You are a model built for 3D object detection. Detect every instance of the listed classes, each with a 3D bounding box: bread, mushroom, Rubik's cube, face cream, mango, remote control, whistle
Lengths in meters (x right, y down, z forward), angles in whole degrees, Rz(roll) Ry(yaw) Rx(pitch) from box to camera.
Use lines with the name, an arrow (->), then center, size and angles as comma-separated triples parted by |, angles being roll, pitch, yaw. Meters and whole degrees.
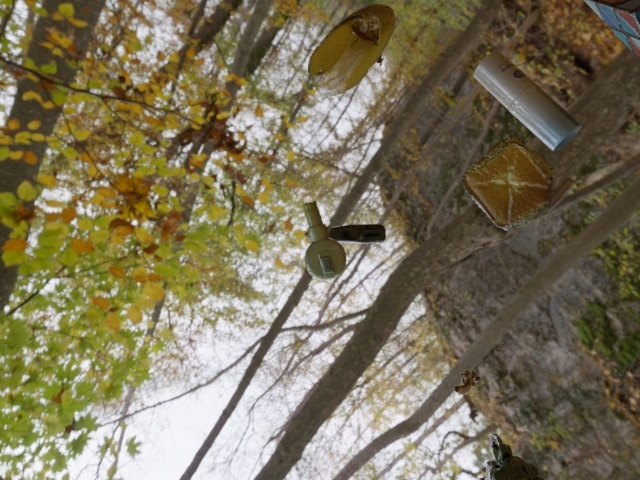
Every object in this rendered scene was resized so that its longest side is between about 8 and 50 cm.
bread -> 0.319, -0.095, 0.806 | 0.140, 0.128, 0.069 | 47, -151, 0
mushroom -> 0.505, 0.494, 1.680 | 0.060, 0.061, 0.187 | 43, -160, 20
Rubik's cube -> 0.656, -0.510, 1.062 | 0.250, 0.284, 0.234 | -16, -139, -25
face cream -> 0.448, -0.307, 1.060 | 0.077, 0.077, 0.250 | -16, -118, -50
mango -> 0.077, -0.470, 1.205 | 0.167, 0.262, 0.130 | -24, -102, -50
remote control -> 0.129, -0.024, 1.782 | 0.222, 0.072, 0.042 | -1, 178, 7
whistle -> 0.000, 0.000, 1.184 | 0.057, 0.104, 0.198 | 16, -121, -88

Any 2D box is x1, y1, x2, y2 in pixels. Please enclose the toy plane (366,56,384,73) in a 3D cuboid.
toy plane -> 0.127, -0.558, 1.377 | 0.135, 0.188, 0.062 | 22, 170, 0

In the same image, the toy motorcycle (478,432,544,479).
toy motorcycle -> 0.490, 0.659, 1.252 | 0.125, 0.274, 0.187 | -6, -172, -9
